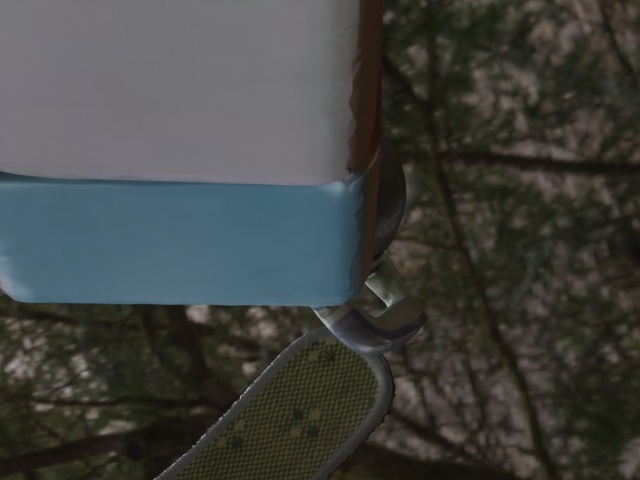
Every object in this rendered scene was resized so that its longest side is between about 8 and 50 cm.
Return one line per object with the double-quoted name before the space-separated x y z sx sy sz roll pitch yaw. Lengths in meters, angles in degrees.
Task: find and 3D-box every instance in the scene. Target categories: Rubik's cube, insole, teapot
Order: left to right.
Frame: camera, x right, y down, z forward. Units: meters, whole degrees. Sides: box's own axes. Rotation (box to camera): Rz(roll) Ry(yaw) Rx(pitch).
"Rubik's cube" -0.150 -0.191 0.408 0.346 0.344 0.347 2 -112 -1
"insole" -0.078 0.180 0.985 0.322 0.109 0.007 -47 -26 -3
"teapot" -0.010 -0.001 0.954 0.108 0.111 0.149 -44 -56 -64
